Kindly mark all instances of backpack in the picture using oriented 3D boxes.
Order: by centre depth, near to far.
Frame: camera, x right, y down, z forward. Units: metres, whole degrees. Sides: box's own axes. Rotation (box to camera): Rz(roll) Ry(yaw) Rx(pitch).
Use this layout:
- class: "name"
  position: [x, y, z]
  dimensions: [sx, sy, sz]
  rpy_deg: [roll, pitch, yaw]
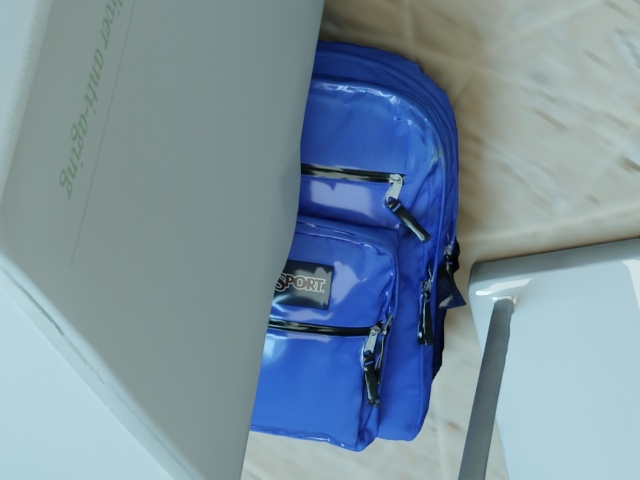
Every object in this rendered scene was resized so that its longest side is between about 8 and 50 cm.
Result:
- class: "backpack"
  position: [0.000, 0.000, 0.523]
  dimensions: [0.098, 0.101, 0.120]
  rpy_deg: [7, 108, 0]

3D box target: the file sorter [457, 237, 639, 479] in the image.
- class: "file sorter"
  position: [0.193, 0.105, 0.490]
  dimensions: [0.277, 0.173, 0.193]
  rpy_deg: [-10, 110, 13]

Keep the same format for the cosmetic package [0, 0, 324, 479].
- class: "cosmetic package"
  position: [-0.198, -0.035, 0.454]
  dimensions: [0.365, 0.197, 0.155]
  rpy_deg: [-4, 148, 18]
